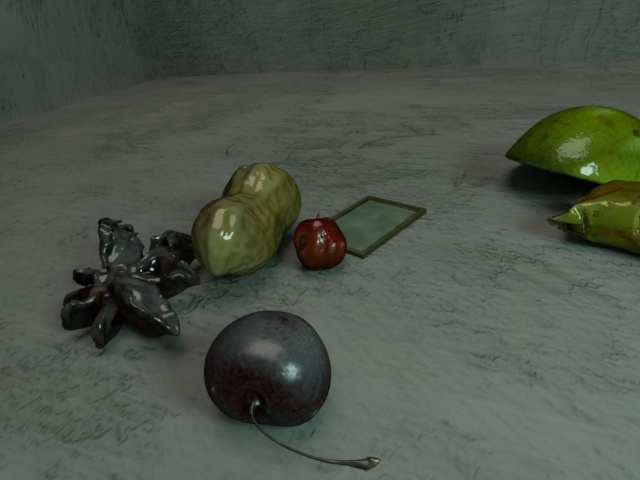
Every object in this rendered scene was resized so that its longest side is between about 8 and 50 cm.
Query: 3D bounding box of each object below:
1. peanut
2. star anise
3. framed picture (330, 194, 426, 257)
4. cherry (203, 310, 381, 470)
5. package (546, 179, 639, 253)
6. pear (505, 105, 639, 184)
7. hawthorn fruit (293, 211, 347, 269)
[{"bbox_3d":[-0.116,-0.040,0.766,0.149,0.149,0.313,2,29,15],"label":"peanut"},{"bbox_3d":[-0.273,0.049,0.671,0.198,0.110,0.257,-5,35,2],"label":"star anise"},{"bbox_3d":[0.084,-0.032,0.851,0.136,0.010,0.201,18,36,38],"label":"framed picture"},{"bbox_3d":[-0.021,0.136,0.478,0.188,0.115,0.148,8,-8,11],"label":"cherry"},{"bbox_3d":[0.477,-0.034,0.689,0.226,0.090,0.168,15,31,41],"label":"package"},{"bbox_3d":[0.473,-0.181,0.872,0.239,0.139,0.288,-8,26,-28],"label":"pear"},{"bbox_3d":[0.000,0.000,0.725,0.093,0.093,0.093,-5,28,3],"label":"hawthorn fruit"}]
